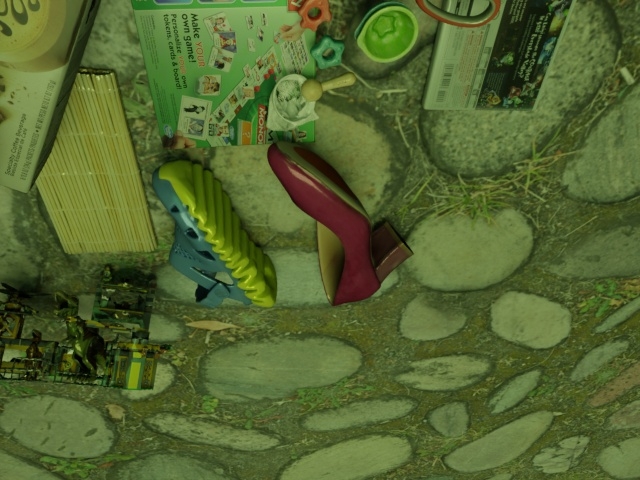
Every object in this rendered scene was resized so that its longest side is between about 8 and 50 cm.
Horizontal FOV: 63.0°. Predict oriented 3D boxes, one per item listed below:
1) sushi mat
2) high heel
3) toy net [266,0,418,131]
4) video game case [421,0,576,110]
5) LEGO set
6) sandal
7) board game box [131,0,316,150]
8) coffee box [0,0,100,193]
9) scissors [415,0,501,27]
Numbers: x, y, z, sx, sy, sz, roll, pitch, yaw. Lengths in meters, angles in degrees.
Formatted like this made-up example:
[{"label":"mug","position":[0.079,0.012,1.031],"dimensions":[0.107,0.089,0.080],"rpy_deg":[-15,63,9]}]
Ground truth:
[{"label":"sushi mat","position":[-0.344,-0.100,0.765],"dimensions":[0.152,0.019,0.316],"rpy_deg":[-3,132,-5]},{"label":"high heel","position":[0.000,0.000,0.814],"dimensions":[0.181,0.127,0.377],"rpy_deg":[-40,135,12]},{"label":"toy net","position":[0.001,-0.209,0.628],"dimensions":[0.122,0.045,0.232],"rpy_deg":[22,129,-38]},{"label":"video game case","position":[0.240,-0.266,0.707],"dimensions":[0.173,0.022,0.190],"rpy_deg":[-1,131,-8]},{"label":"LEGO set","position":[-0.391,0.120,0.819],"dimensions":[0.332,0.191,0.255],"rpy_deg":[7,167,-8]},{"label":"sandal","position":[-0.183,0.014,0.829],"dimensions":[0.138,0.126,0.317],"rpy_deg":[-16,131,10]},{"label":"board game box","position":[-0.112,-0.261,0.638],"dimensions":[0.214,0.046,0.317],"rpy_deg":[-4,132,-7]},{"label":"coffee box","position":[-0.356,-0.221,0.569],"dimensions":[0.168,0.118,0.297],"rpy_deg":[22,120,-24]},{"label":"scissors","position":[0.070,-0.303,0.545],"dimensions":[0.297,0.021,0.109],"rpy_deg":[9,141,-15]}]
